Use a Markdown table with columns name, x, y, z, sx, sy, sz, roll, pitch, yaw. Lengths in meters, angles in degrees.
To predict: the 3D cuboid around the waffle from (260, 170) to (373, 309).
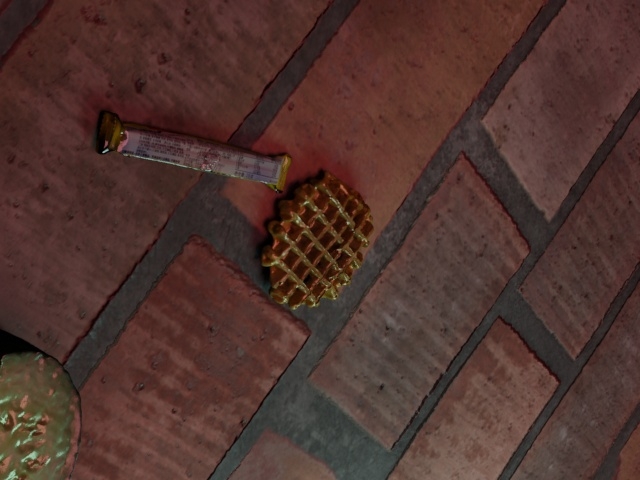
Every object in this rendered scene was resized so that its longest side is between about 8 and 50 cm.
| name | x | y | z | sx | sy | sz | roll | pitch | yaw |
| --- | --- | --- | --- | --- | --- | --- | --- | --- | --- |
| waffle | -0.003 | 0.004 | 1.574 | 0.191 | 0.038 | 0.191 | -26 | 130 | -36 |

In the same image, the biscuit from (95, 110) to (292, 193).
| name | x | y | z | sx | sy | sz | roll | pitch | yaw |
| --- | --- | --- | --- | --- | --- | --- | --- | --- | --- |
| biscuit | -0.130 | -0.095 | 1.390 | 0.292 | 0.026 | 0.048 | 10 | 100 | -50 |

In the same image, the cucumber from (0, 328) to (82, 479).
| name | x | y | z | sx | sy | sz | roll | pitch | yaw |
| --- | --- | --- | --- | --- | --- | --- | --- | --- | --- |
| cucumber | -0.336 | 0.195 | 1.266 | 0.191 | 0.130 | 0.191 | -26 | 127 | -40 |
